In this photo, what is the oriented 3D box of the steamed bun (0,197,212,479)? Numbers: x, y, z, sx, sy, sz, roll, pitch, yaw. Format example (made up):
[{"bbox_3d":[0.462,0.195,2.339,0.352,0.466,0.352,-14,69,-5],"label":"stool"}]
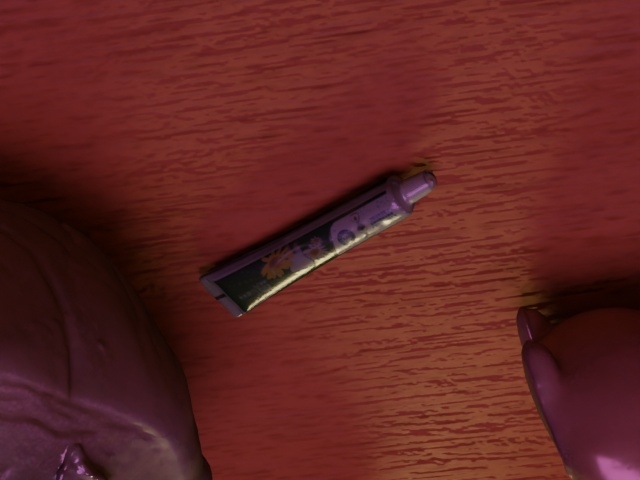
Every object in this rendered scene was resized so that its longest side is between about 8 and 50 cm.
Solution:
[{"bbox_3d":[-0.209,0.141,1.188,0.236,0.247,0.383,-11,131,-16],"label":"steamed bun"}]

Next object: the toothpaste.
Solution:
[{"bbox_3d":[0.000,0.000,1.197,0.204,0.031,0.049,-29,121,25],"label":"toothpaste"}]

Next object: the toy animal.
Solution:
[{"bbox_3d":[0.296,0.126,1.208,0.256,0.195,0.213,-15,102,11],"label":"toy animal"}]
